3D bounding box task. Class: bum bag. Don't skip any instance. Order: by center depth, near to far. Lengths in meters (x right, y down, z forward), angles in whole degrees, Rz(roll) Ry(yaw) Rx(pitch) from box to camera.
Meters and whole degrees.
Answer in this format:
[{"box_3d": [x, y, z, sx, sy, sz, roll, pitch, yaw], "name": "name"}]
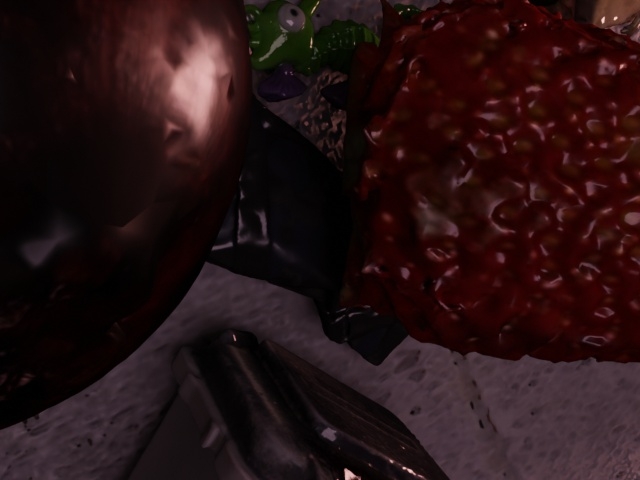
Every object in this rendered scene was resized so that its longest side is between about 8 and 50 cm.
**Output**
[{"box_3d": [0.000, 0.000, 0.846, 0.310, 0.074, 0.137, 34, 76, -32], "name": "bum bag"}]

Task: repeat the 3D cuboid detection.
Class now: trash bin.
[{"box_3d": [-0.065, 0.293, 0.784, 0.256, 0.296, 0.367, 34, 94, -27], "name": "trash bin"}]

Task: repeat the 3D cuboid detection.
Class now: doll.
[{"box_3d": [0.017, -0.163, 0.831, 0.190, 0.050, 0.115, 5, 94, -28], "name": "doll"}]

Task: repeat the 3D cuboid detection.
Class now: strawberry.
[{"box_3d": [0.184, -0.050, 0.735, 0.343, 0.292, 0.292, 1, 107, 22], "name": "strawberry"}]

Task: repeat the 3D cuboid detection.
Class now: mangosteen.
[{"box_3d": [-0.251, -0.086, 0.525, 0.421, 0.381, 0.381, 31, 89, 4], "name": "mangosteen"}]

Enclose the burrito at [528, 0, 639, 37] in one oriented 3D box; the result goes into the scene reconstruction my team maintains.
[{"box_3d": [0.313, -0.286, 0.878, 0.332, 0.135, 0.190, -17, 118, -22], "name": "burrito"}]
